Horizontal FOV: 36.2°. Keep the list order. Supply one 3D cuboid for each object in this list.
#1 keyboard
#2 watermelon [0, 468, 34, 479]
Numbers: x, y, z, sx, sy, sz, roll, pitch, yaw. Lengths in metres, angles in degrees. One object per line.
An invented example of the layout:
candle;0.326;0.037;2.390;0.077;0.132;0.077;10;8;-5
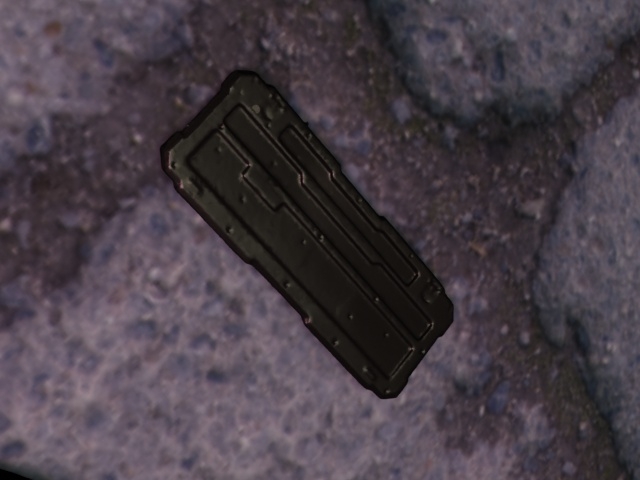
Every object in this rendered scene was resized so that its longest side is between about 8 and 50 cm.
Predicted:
keyboard;0.000;0.000;0.706;0.106;0.016;0.262;-49;113;-17
watermelon;-0.208;0.208;0.565;0.301;0.123;0.129;21;104;-26
